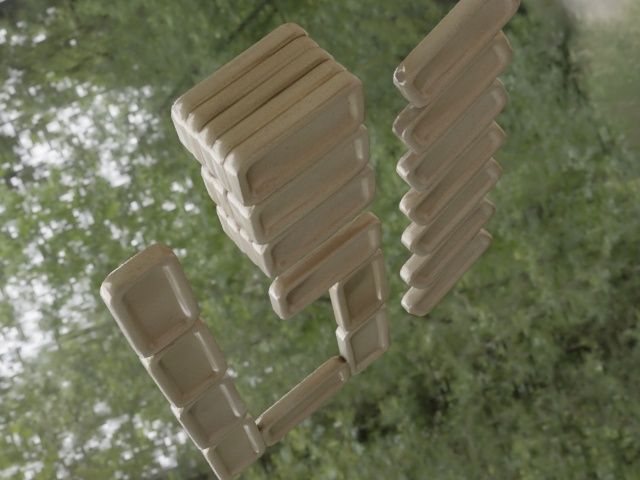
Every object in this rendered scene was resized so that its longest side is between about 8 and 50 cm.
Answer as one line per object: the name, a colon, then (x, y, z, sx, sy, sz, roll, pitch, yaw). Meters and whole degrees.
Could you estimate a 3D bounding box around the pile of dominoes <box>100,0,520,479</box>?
pile of dominoes: (0.000, 0.000, 0.503, 0.040, 0.196, 0.251, 46, 165, 24)
